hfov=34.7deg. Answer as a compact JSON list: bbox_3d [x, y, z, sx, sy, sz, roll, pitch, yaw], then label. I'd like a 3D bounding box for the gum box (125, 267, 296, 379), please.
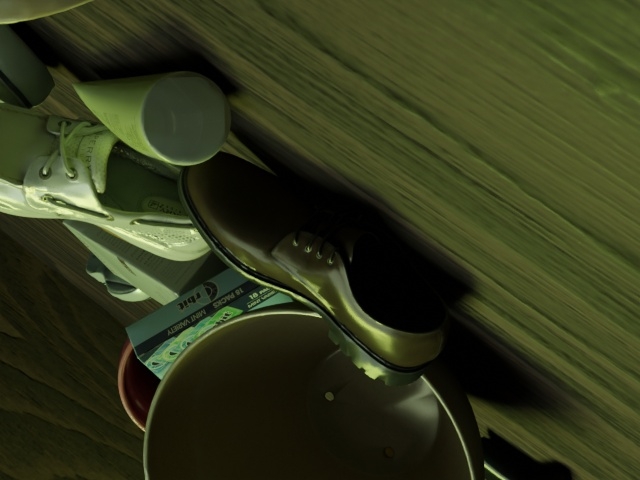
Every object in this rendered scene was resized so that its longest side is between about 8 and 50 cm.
[{"bbox_3d":[-0.093,0.102,1.064,0.041,0.157,0.184,60,179,31],"label":"gum box"}]

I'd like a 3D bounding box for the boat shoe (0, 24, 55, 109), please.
[{"bbox_3d":[-0.419,-0.195,0.932,0.367,0.156,0.136,35,166,12],"label":"boat shoe"}]

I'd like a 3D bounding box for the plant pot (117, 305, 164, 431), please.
[{"bbox_3d":[-0.197,0.176,1.517,0.201,0.201,0.180,42,-179,-15],"label":"plant pot"}]

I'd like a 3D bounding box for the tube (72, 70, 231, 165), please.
[{"bbox_3d":[-0.130,-0.093,0.762,0.240,0.062,0.070,-164,60,-68],"label":"tube"}]

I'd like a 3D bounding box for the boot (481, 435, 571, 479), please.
[{"bbox_3d":[0.190,0.227,0.995,0.099,0.045,0.121,35,166,25],"label":"boot"}]

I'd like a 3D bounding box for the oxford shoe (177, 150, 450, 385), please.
[{"bbox_3d":[0.000,0.000,0.717,0.227,0.083,0.096,35,148,5],"label":"oxford shoe"}]

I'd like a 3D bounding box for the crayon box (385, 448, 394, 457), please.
[{"bbox_3d":[0.153,0.418,1.593,0.203,0.083,0.323,35,166,13],"label":"crayon box"}]

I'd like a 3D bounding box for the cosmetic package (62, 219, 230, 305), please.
[{"bbox_3d":[-0.178,0.019,1.163,0.231,0.085,0.117,24,159,41],"label":"cosmetic package"}]

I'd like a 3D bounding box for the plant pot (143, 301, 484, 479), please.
[{"bbox_3d":[0.018,0.174,0.890,0.284,0.284,0.191,35,-159,11],"label":"plant pot"}]

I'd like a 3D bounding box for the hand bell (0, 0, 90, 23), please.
[{"bbox_3d":[-0.146,-0.215,0.377,0.126,0.126,0.242,28,150,35],"label":"hand bell"}]

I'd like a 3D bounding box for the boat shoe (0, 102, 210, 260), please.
[{"bbox_3d":[-0.201,-0.065,0.879,0.277,0.098,0.096,18,155,-22],"label":"boat shoe"}]

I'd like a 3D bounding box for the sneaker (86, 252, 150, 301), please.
[{"bbox_3d":[-0.250,0.040,1.431,0.091,0.094,0.258,25,177,-25],"label":"sneaker"}]
